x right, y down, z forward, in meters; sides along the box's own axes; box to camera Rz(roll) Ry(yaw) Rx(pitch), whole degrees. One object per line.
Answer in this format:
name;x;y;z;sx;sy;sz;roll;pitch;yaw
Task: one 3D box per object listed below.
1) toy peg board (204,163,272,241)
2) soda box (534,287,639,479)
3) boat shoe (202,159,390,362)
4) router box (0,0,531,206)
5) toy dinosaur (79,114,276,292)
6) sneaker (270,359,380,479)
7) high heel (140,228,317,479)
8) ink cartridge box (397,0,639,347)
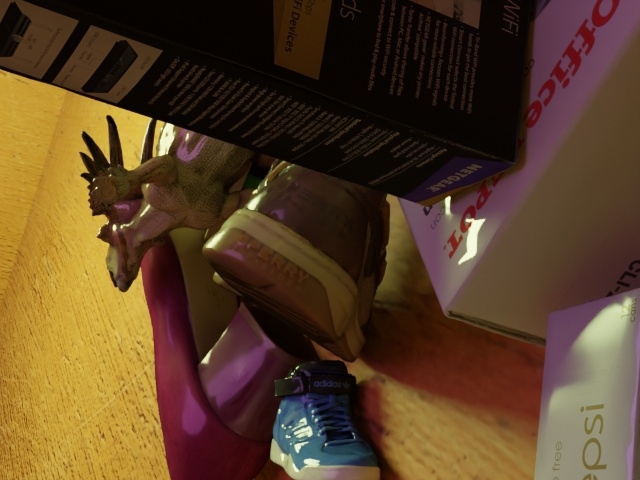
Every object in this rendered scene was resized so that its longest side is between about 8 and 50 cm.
toy peg board;-0.042;-0.078;1.079;0.160;0.079;0.161;-98;31;-75
soda box;0.137;0.135;0.484;0.069;0.074;0.216;-28;50;60
boat shoe;0.000;0.000;0.776;0.123;0.123;0.342;-59;-7;-7
router box;-0.013;-0.198;0.543;0.081;0.243;0.309;-28;50;60
toy dinosaur;-0.098;-0.085;0.950;0.296;0.127;0.200;-43;24;-3
sneaker;0.003;0.130;0.822;0.152;0.058;0.084;176;101;-73
high heel;-0.140;0.080;1.062;0.181;0.127;0.377;-57;33;13
ink cartridge box;0.125;-0.099;0.623;0.197;0.114;0.273;-61;27;29
